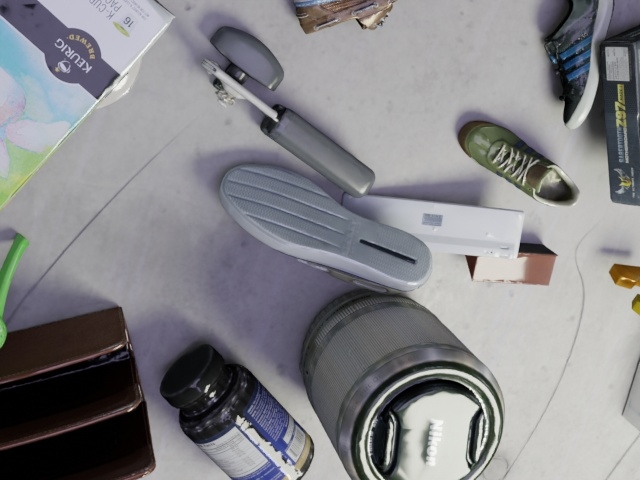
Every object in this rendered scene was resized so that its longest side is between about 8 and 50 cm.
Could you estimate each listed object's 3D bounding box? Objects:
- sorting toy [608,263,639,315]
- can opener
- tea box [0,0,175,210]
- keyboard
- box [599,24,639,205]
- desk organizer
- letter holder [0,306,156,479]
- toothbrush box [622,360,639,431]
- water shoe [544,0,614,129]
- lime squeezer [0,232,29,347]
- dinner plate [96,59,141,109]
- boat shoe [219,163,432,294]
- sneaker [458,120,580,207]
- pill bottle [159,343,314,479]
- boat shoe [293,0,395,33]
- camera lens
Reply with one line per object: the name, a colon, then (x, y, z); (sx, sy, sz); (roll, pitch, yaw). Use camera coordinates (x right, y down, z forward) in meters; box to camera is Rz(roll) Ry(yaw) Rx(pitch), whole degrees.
sorting toy: (0.599, 0.099, 1.355); (0.307, 0.229, 0.041); (6, 131, -18)
can opener: (-0.036, -0.158, 1.167); (0.280, 0.074, 0.093); (39, 93, -23)
tea box: (-0.383, -0.233, 0.955); (0.329, 0.220, 0.323); (41, 94, -18)
keyboard: (0.155, -0.020, 1.269); (0.256, 0.014, 0.072); (6, 101, -3)
box: (0.472, -0.186, 1.273); (0.183, 0.059, 0.233); (-26, 116, -34)
desk organizer: (0.276, 0.032, 1.332); (0.130, 0.047, 0.050); (4, 109, -17)
letter holder: (-0.372, 0.222, 1.120); (0.302, 0.214, 0.152); (-13, 111, -11)
toothbrush box: (0.670, 0.228, 1.463); (0.295, 0.126, 0.216); (5, 107, -18)
water shoe: (0.346, -0.258, 1.255); (0.080, 0.073, 0.203); (9, 101, 3)
lime squeezer: (-0.445, 0.118, 1.068); (0.110, 0.059, 0.310); (39, 70, 16)
dinner plate: (-0.289, -0.227, 1.105); (0.141, 0.017, 0.141); (-5, 110, -15)
boat shoe: (0.000, 0.000, 1.209); (0.302, 0.094, 0.109); (26, 60, -4)
sneaker: (0.287, -0.104, 1.268); (0.192, 0.086, 0.064); (30, 98, -22)
pill bottle: (-0.116, 0.249, 1.251); (0.123, 0.123, 0.219); (-39, 113, -1)
boat shoe: (0.057, -0.304, 1.156); (0.183, 0.066, 0.066); (-10, 115, -2)
camera lens: (0.102, 0.202, 1.214); (0.219, 0.274, 0.219); (-5, 109, -14)
